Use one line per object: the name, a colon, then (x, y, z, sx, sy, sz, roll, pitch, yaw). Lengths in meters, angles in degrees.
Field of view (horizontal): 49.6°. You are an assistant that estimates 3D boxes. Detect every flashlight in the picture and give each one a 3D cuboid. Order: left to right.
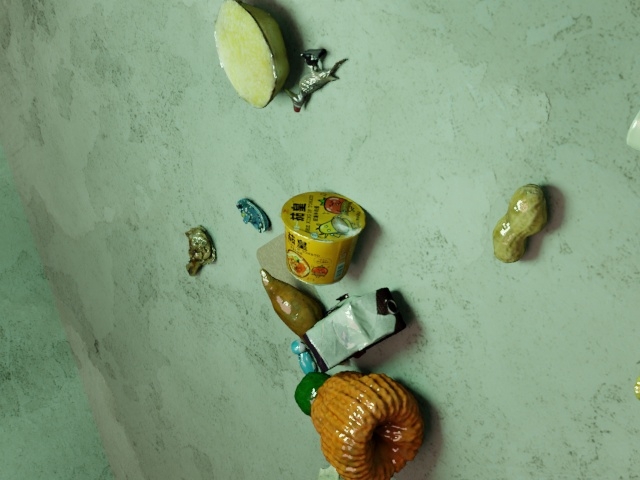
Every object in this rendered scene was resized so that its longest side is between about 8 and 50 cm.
flashlight: (-0.047, 0.354, 2.055, 0.051, 0.051, 0.129, -16, 99, 45)

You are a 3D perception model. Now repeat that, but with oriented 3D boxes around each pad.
pad: (-0.092, 0.121, 2.041, 0.176, 0.002, 0.266, -31, 83, 45)

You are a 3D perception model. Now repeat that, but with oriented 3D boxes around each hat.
hat: (0.095, 0.449, 1.875, 0.400, 0.285, 0.285, -136, 44, -59)

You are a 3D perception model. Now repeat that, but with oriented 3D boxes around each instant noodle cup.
instant noodle cup: (0.000, 0.000, 1.781, 0.216, 0.216, 0.172, 33, 134, 30)

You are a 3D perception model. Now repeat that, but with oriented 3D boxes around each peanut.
peanut: (0.419, -0.031, 1.457, 0.089, 0.089, 0.192, 41, 133, 25)

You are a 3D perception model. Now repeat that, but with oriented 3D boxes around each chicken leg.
chicken leg: (-0.395, 0.042, 2.253, 0.125, 0.080, 0.196, 39, 136, 39)

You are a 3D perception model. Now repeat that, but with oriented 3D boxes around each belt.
belt: (0.080, 0.221, 1.795, 0.289, 0.184, 0.164, -37, 74, 39)

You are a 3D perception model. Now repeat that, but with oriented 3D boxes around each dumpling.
dumpling: (0.037, 0.772, 2.087, 0.136, 0.118, 0.199, -21, 69, 43)

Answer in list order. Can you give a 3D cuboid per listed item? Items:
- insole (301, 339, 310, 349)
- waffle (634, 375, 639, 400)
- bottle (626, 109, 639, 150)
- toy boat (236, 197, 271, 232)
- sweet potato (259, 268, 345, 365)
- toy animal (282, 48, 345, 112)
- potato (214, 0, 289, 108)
insole: (-0.058, 0.277, 2.014, 0.002, 0.053, 0.152, -48, 38, 3)
waffle: (0.752, 0.308, 1.277, 0.325, 0.068, 0.301, 1, 105, 45)
bottle: (0.655, -0.153, 1.171, 0.245, 0.104, 0.104, 36, 127, 28)
toy boat: (-0.201, -0.072, 2.031, 0.137, 0.061, 0.060, 46, 131, 20)
sweet potato: (-0.052, 0.209, 1.952, 0.112, 0.112, 0.359, -25, 112, 45)
toy animal: (-0.022, -0.401, 1.742, 0.105, 0.070, 0.202, 39, 127, 3)
potato: (-0.161, -0.483, 1.798, 0.299, 0.116, 0.239, 56, 141, 24)
